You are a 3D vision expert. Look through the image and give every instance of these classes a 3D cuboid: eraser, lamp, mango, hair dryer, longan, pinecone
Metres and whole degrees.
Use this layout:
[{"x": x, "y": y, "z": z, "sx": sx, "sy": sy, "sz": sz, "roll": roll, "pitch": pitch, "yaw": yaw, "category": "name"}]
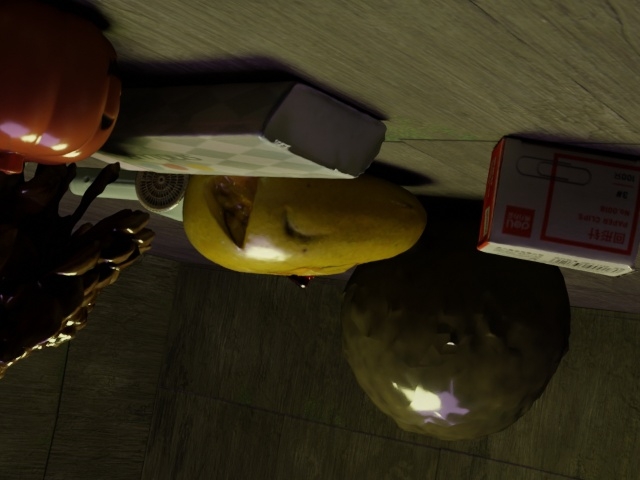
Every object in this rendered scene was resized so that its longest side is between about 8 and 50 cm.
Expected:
[{"x": -0.143, "y": -0.131, "z": 1.271, "sx": 0.396, "sy": 0.082, "sz": 0.213, "roll": 5, "pitch": 170, "yaw": 39, "category": "eraser"}, {"x": -0.290, "y": -0.144, "z": 1.021, "sx": 0.187, "sy": 0.164, "sz": 0.187, "roll": 7, "pitch": 171, "yaw": 1, "category": "lamp"}, {"x": -0.022, "y": -0.042, "z": 1.561, "sx": 0.364, "sy": 0.182, "sz": 0.253, "roll": -1, "pitch": 172, "yaw": -9, "category": "mango"}, {"x": -0.324, "y": -0.095, "z": 1.779, "sx": 0.357, "sy": 0.108, "sz": 0.173, "roll": 7, "pitch": 173, "yaw": 27, "category": "hair dryer"}, {"x": 0.226, "y": 0.137, "z": 1.765, "sx": 0.391, "sy": 0.391, "sz": 0.391, "roll": 10, "pitch": 174, "yaw": 1, "category": "longan"}, {"x": -0.402, "y": -0.023, "z": 1.205, "sx": 0.384, "sy": 0.385, "sz": 0.384, "roll": 10, "pitch": 174, "yaw": 1, "category": "pinecone"}]

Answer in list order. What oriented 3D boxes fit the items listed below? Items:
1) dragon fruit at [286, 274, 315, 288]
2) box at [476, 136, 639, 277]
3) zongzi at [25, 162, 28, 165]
[{"x": -0.012, "y": -0.011, "z": 1.883, "sx": 0.192, "sy": 0.122, "sz": 0.092, "roll": -32, "pitch": 135, "yaw": 22, "category": "dragon fruit"}, {"x": 0.286, "y": -0.039, "z": 1.234, "sx": 0.182, "sy": 0.133, "sz": 0.099, "roll": 12, "pitch": 175, "yaw": 1, "category": "box"}, {"x": -0.657, "y": -0.133, "z": 1.678, "sx": 0.447, "sy": 0.181, "sz": 0.418, "roll": 5, "pitch": 173, "yaw": 19, "category": "zongzi"}]
